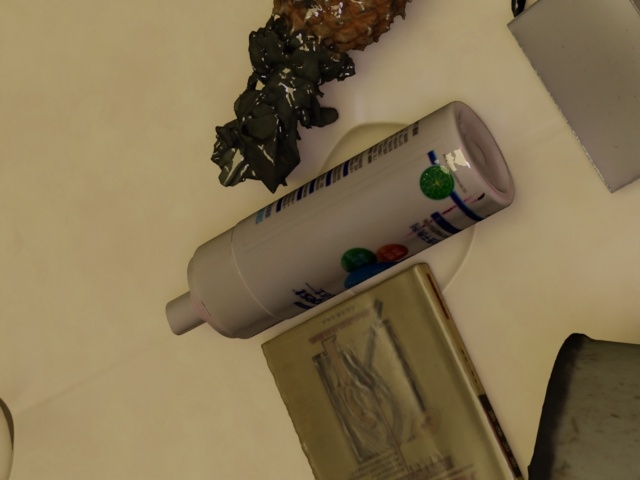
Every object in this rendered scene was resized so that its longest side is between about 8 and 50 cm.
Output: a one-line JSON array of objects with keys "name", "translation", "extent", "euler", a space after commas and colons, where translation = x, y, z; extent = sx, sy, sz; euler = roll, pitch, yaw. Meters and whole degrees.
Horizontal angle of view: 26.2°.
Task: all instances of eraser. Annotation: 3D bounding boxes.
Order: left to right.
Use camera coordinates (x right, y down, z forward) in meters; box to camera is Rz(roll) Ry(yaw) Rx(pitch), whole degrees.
[{"name": "eraser", "translation": [0.209, -0.120, 0.980], "extent": [0.104, 0.023, 0.150], "euler": [-35, 85, 48]}]

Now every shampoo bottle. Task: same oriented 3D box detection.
[{"name": "shampoo bottle", "translation": [0.000, 0.000, 1.080], "extent": [0.303, 0.092, 0.092], "euler": [-28, 78, 22]}]

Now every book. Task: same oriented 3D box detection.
[{"name": "book", "translation": [0.060, 0.154, 1.087], "extent": [0.161, 0.026, 0.231], "euler": [-28, 78, 23]}]

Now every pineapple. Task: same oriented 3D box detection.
[{"name": "pineapple", "translation": [-0.013, -0.143, 1.073], "extent": [0.111, 0.119, 0.237], "euler": [37, 107, 35]}]

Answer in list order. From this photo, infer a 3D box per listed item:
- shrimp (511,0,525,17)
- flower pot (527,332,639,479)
[{"name": "shrimp", "translation": [0.204, -0.210, 1.009], "extent": [0.150, 0.051, 0.217], "euler": [-15, 80, 32]}, {"name": "flower pot", "translation": [0.302, 0.217, 0.837], "extent": [0.330, 0.293, 0.294], "euler": [4, 92, 19]}]
